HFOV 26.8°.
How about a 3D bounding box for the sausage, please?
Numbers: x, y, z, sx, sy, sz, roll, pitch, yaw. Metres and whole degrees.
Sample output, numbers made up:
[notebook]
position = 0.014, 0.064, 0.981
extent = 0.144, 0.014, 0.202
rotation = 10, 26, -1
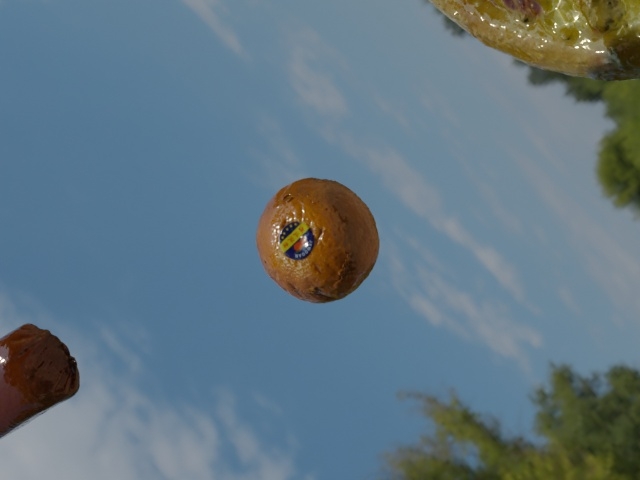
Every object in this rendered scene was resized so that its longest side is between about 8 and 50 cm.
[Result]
[sausage]
position = -0.377, 0.181, 1.450
extent = 0.097, 0.348, 0.094
rotation = 53, -137, -9

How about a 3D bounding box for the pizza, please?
[pizza]
position = 0.195, -0.285, 1.137
extent = 0.280, 0.288, 0.075
rotation = 17, -153, 41

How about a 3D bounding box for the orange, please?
[orange]
position = -0.002, 0.001, 1.431
extent = 0.136, 0.135, 0.117
rotation = 52, -166, 16
